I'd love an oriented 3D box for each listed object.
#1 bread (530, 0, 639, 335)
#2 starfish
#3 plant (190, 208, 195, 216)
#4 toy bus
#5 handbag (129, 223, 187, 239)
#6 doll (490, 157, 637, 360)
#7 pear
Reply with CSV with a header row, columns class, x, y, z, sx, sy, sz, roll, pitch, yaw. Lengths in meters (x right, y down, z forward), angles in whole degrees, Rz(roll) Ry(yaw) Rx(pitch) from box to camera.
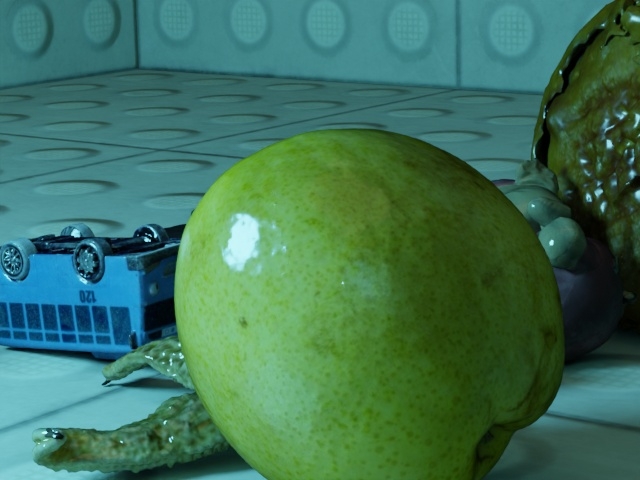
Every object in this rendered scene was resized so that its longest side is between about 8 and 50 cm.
class,x,y,z,sx,sy,sz,roll,pitch,yaw
bread,0.378,-0.083,1.861,0.204,0.358,0.337,-2,11,-31
starfish,-0.063,0.127,1.592,0.432,0.082,0.324,-6,15,-15
plant,0.000,0.000,1.909,0.194,0.181,0.321,-19,-9,33
toy bus,-0.232,0.055,1.812,0.234,0.133,0.116,1,10,37
handbag,-0.170,0.029,2.056,0.223,0.080,0.247,-10,14,-34
doll,0.202,0.025,1.799,0.196,0.152,0.256,-35,29,-2
pear,0.039,0.061,1.363,0.314,0.314,0.314,-1,12,0
